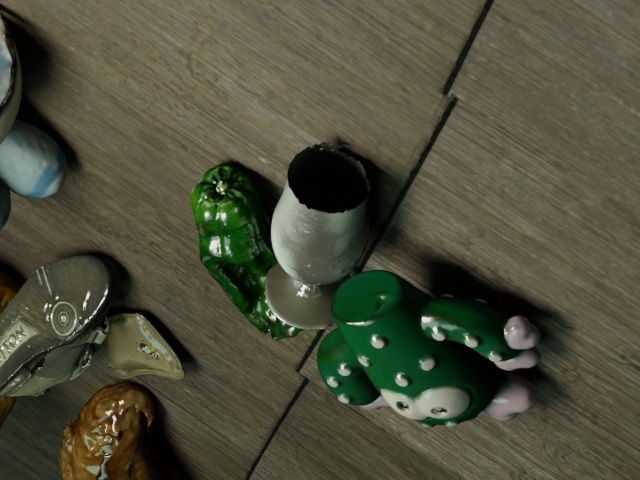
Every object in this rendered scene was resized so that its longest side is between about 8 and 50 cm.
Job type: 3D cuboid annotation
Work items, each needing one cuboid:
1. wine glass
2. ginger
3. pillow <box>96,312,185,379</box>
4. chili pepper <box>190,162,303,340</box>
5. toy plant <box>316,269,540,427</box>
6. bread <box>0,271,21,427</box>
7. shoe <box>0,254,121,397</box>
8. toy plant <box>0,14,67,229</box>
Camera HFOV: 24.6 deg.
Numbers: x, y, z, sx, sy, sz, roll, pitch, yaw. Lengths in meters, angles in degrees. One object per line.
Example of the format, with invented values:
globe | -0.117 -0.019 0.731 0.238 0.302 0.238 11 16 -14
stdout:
wine glass | 0.000 0.000 1.470 0.103 0.103 0.222 30 150 12
ginger | -0.309 0.343 2.250 0.321 0.172 0.165 77 169 -51
pillow | -0.268 0.146 2.043 0.217 0.033 0.130 -4 125 52
chili pepper | -0.080 0.021 1.613 0.099 0.083 0.253 7 144 28
toy plant | 0.108 0.122 1.505 0.232 0.113 0.243 9 147 12
bread | -0.576 0.174 2.097 0.215 0.398 0.398 22 148 16
shoe | -0.343 0.116 1.987 0.293 0.149 0.109 -38 65 26
toy plant | -0.424 -0.107 1.677 0.247 0.247 0.332 28 157 15
